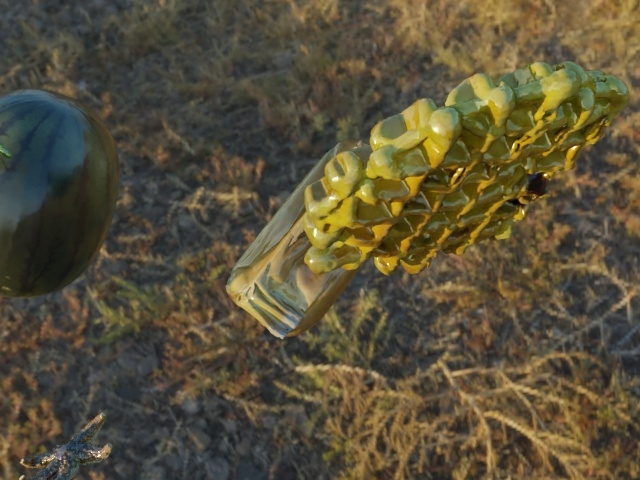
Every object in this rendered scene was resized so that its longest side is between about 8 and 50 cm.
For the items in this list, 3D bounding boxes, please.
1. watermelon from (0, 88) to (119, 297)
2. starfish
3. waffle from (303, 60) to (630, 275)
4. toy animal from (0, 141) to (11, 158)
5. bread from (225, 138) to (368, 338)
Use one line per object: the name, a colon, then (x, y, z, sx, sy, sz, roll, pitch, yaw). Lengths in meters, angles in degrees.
watermelon: (-0.465, -0.061, 1.500, 0.279, 0.359, 0.279, 18, 18, -6)
starfish: (-0.565, 0.488, 2.163, 0.216, 0.071, 0.238, 8, 49, 31)
waffle: (0.120, -0.055, 0.822, 0.310, 0.283, 0.065, -26, 67, 20)
toy animal: (-0.485, -0.161, 1.237, 0.217, 0.041, 0.075, 14, 61, 7)
bread: (0.000, 0.000, 1.121, 0.241, 0.107, 0.136, -53, 14, -5)
